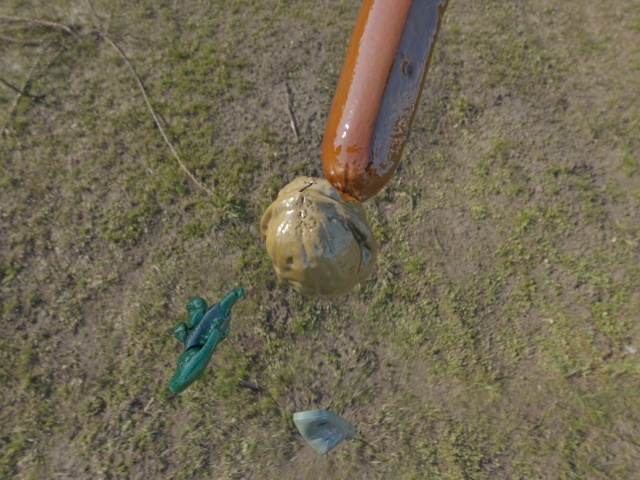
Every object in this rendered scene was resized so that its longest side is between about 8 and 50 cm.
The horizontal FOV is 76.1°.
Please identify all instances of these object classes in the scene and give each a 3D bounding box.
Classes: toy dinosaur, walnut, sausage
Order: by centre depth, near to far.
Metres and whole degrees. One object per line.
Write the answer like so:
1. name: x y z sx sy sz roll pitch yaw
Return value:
1. toy dinosaur: -0.131 0.108 0.476 0.059 0.096 0.132 37 86 -23
2. sausage: 0.078 -0.216 0.486 0.097 0.094 0.348 14 88 42
3. walnut: 0.000 0.000 0.703 0.198 0.245 0.198 -10 53 13

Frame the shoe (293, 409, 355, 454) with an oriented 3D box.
1. shoe: 0.014 0.432 0.909 0.079 0.195 0.078 -21 50 26
